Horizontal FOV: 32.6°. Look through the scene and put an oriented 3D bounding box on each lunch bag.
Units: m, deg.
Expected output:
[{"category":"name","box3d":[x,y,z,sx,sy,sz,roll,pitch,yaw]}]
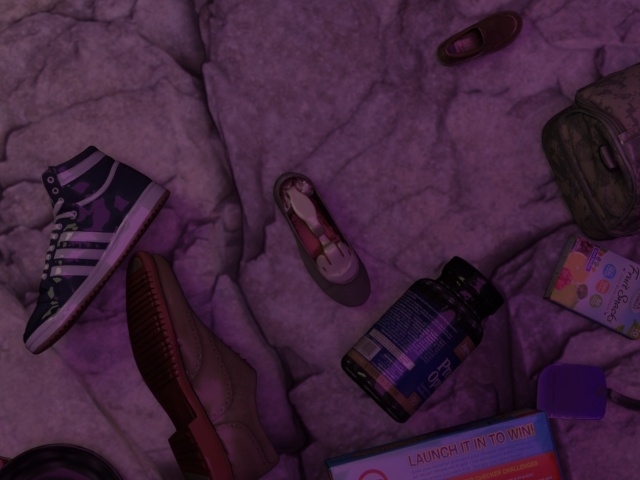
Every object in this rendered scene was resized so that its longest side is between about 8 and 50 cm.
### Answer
[{"category":"lunch bag","box3d":[0.481,-0.147,1.464,0.305,0.256,0.213,-23,88,-6]}]

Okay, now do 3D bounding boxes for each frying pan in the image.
[{"category":"frying pan","box3d":[-0.286,0.373,1.463,0.326,0.053,0.197,4,69,-15]}]

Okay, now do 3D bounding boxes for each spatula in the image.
[{"category":"spatula","box3d":[0.452,0.231,1.545,0.296,0.030,0.084,11,61,-6]}]

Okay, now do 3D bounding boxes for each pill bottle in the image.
[{"category":"pill bottle","box3d":[0.141,0.130,1.485,0.123,0.123,0.219,44,85,0]}]

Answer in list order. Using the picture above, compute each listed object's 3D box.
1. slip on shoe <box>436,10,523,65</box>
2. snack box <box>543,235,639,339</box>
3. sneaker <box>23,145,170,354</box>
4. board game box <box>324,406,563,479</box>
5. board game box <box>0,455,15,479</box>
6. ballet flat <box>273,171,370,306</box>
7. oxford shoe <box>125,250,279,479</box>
[{"category":"slip on shoe","box3d":[0.230,-0.290,1.562,0.135,0.041,0.051,-22,88,-5]},{"category":"snack box","box3d":[0.401,0.067,1.552,0.141,0.037,0.100,26,85,-2]},{"category":"sneaker","box3d":[-0.343,0.004,1.468,0.153,0.099,0.282,37,77,-6]},{"category":"board game box","box3d":[0.189,0.411,1.487,0.308,0.086,0.302,-13,87,-5]},{"category":"board game box","box3d":[-0.511,0.416,1.464,0.145,0.027,0.281,15,85,-4]},{"category":"ballet flat","box3d":[0.000,0.000,1.511,0.072,0.068,0.213,-32,89,-6]},{"category":"oxford shoe","box3d":[-0.163,0.171,1.482,0.130,0.123,0.348,-18,86,-32]}]
